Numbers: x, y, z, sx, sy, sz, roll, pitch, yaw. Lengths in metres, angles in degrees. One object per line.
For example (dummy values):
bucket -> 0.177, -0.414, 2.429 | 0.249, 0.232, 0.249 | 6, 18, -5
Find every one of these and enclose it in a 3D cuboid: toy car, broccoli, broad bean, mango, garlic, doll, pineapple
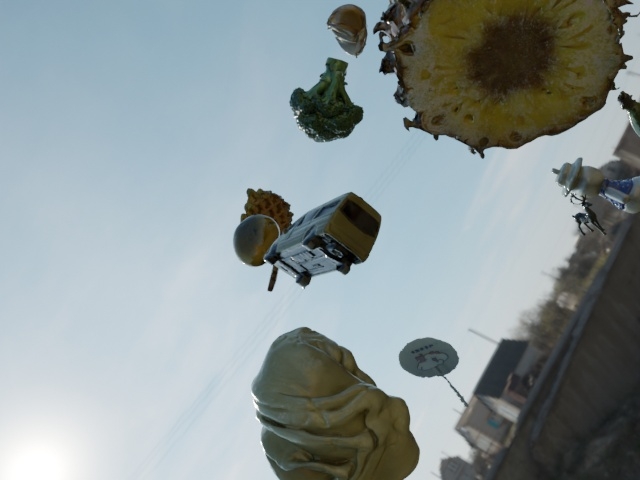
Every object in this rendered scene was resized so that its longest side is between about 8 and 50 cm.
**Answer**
toy car -> 0.000, 0.000, 1.110 | 0.257, 0.101, 0.124 | -21, 35, 59
broccoli -> 0.016, -0.450, 1.977 | 0.270, 0.270, 0.269 | -13, -59, -62
broad bean -> 0.564, -0.136, 0.936 | 0.060, 0.298, 0.043 | -61, 8, 27
mango -> -0.176, 0.001, 1.691 | 0.137, 0.195, 0.098 | -28, -60, 4
garlic -> 0.065, -0.458, 1.334 | 0.074, 0.094, 0.113 | -42, -32, -43
doll -> 0.767, -0.141, 1.650 | 0.138, 0.293, 0.119 | -49, -24, -59
pineapple -> 0.249, -0.323, 0.862 | 0.352, 0.353, 0.300 | 86, -171, -53

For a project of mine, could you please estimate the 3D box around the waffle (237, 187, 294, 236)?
waffle -> -0.172, -0.041, 1.925 | 0.243, 0.059, 0.237 | 19, -105, -52

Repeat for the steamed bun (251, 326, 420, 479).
steamed bun -> 0.001, 0.317, 1.060 | 0.203, 0.276, 0.289 | -37, -68, -36

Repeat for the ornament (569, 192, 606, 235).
ornament -> 0.611, -0.062, 1.429 | 0.028, 0.125, 0.073 | -46, 17, -17

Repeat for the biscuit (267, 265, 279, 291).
biscuit -> -0.123, 0.088, 1.640 | 0.130, 0.019, 0.119 | 118, 165, -71

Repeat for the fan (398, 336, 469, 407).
fan -> 0.366, 0.404, 1.887 | 0.191, 0.329, 0.009 | -16, -58, -16
